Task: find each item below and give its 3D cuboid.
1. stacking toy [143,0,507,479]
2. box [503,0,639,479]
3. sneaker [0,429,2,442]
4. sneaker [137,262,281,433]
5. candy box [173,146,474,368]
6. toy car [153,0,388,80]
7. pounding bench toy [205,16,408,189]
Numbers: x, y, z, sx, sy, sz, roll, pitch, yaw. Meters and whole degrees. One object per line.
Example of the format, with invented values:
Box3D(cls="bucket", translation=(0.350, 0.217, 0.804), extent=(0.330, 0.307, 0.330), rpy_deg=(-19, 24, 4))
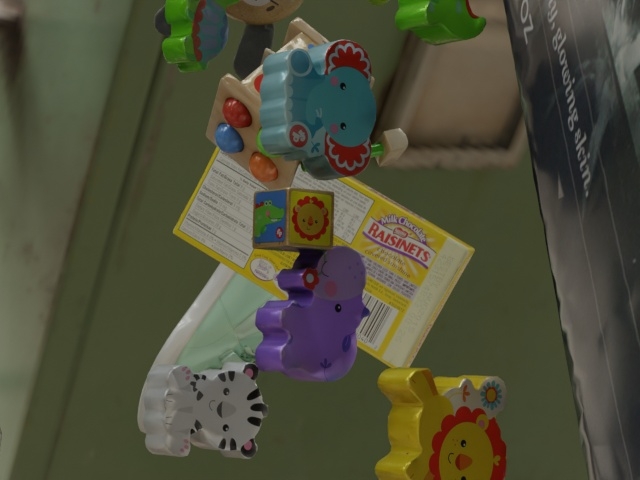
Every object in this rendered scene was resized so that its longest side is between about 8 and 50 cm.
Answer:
Box3D(cls="stacking toy", translation=(0.002, -0.013, 0.661), extent=(0.052, 0.221, 0.167), rpy_deg=(4, -4, -38))
Box3D(cls="box", translation=(0.274, -0.150, 0.565), extent=(0.297, 0.471, 0.479), rpy_deg=(7, 50, -14))
Box3D(cls="sneaker", translation=(-0.343, 0.270, 1.727), extent=(0.110, 0.283, 0.122), rpy_deg=(-22, 48, -40))
Box3D(cls="sneaker", translation=(-0.068, 0.117, 1.727), extent=(0.151, 0.256, 0.094), rpy_deg=(35, 11, 7))
Box3D(cls="candy box", translation=(0.000, 0.000, 1.283), extent=(0.206, 0.105, 0.027), rpy_deg=(31, 8, 15))
Box3D(cls="toy car", translation=(-0.045, -0.211, 1.373), extent=(0.155, 0.188, 0.149), rpy_deg=(31, 29, -19))
Box3D(cls="pounding bench toy", translation=(-0.006, -0.054, 0.865), extent=(0.083, 0.052, 0.065), rpy_deg=(40, 59, 11))
